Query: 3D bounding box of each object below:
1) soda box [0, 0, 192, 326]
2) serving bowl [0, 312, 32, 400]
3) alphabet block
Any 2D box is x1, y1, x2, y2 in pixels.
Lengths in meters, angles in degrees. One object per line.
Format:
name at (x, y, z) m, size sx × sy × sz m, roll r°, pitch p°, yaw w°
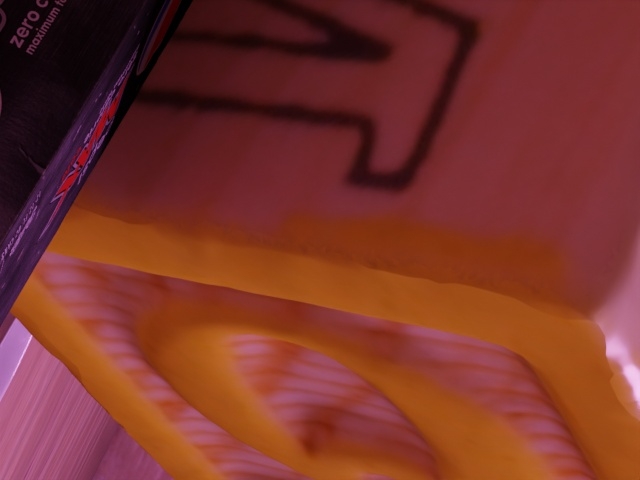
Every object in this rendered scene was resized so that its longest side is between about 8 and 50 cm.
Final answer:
soda box at (-0.065, -0.034, 0.352) m, size 0.169 × 0.053 × 0.060 m, roll -63°, pitch -179°, yaw -31°
serving bowl at (-0.123, 0.043, 0.625) m, size 0.083 × 0.027 × 0.083 m, roll -154°, pitch -90°, yaw -89°
alphabet block at (0.044, -0.033, 0.484) m, size 0.197 × 0.193 × 0.192 m, roll -64°, pitch 143°, yaw -24°
